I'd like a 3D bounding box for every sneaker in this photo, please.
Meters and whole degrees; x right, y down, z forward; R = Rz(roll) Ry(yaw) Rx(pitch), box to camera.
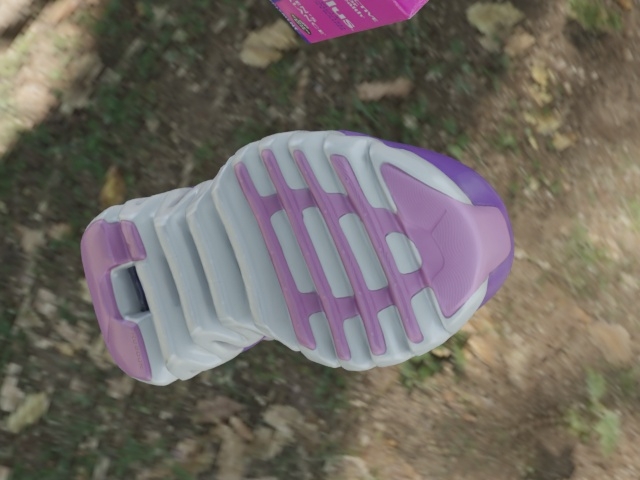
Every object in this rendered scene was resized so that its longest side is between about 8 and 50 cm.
[{"bbox_3d":[0.000,0.000,0.704,0.236,0.104,0.095,-11,96,51],"label":"sneaker"}]

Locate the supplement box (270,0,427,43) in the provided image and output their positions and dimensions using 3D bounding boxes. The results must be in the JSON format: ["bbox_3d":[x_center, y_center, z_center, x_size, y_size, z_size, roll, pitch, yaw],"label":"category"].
[{"bbox_3d":[0.020,-0.195,0.972,0.114,0.220,0.111,-46,102,-9],"label":"supplement box"}]
